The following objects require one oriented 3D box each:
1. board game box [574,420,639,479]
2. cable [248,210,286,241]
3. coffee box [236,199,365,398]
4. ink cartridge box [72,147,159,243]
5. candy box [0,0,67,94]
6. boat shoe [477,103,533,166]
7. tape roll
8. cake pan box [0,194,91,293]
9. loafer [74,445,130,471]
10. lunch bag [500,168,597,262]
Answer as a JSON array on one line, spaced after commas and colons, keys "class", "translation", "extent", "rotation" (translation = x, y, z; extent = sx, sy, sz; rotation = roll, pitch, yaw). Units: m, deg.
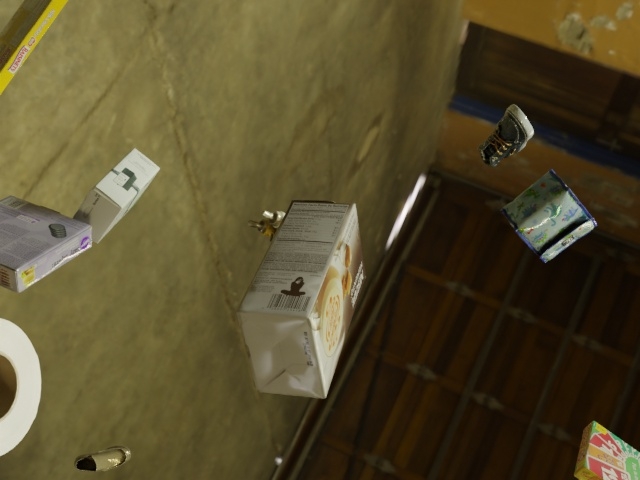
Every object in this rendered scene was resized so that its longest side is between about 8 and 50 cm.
[{"class": "board game box", "translation": [0.532, 0.409, 1.321], "extent": [0.039, 0.259, 0.124], "rotation": [-56, 174, 34]}, {"class": "cable", "translation": [0.000, 0.000, 1.600], "extent": [0.287, 0.140, 0.072], "rotation": [17, 75, -48]}, {"class": "coffee box", "translation": [-0.017, 0.071, 1.102], "extent": [0.246, 0.098, 0.141], "rotation": [-67, 154, -51]}, {"class": "ink cartridge box", "translation": [-0.502, -0.110, 2.016], "extent": [0.153, 0.087, 0.208], "rotation": [-46, -171, 36]}, {"class": "candy box", "translation": [-0.499, -0.344, 1.374], "extent": [0.205, 0.105, 0.027], "rotation": [-55, 136, -1]}, {"class": "boat shoe", "translation": [0.343, -0.188, 1.539], "extent": [0.083, 0.065, 0.183], "rotation": [-36, 164, 1]}, {"class": "tape roll", "translation": [-0.700, 0.296, 1.661], "extent": [0.286, 0.100, 0.286], "rotation": [-5, 90, -67]}, {"class": "cake pan box", "translation": [-0.705, -0.001, 1.882], "extent": [0.246, 0.267, 0.070], "rotation": [-44, 147, -55]}, {"class": "loafer", "translation": [-0.557, 0.562, 2.093], "extent": [0.050, 0.148, 0.056], "rotation": [-88, 163, -87]}, {"class": "lunch bag", "translation": [0.441, -0.035, 1.567], "extent": [0.129, 0.151, 0.096], "rotation": [-38, -143, 14]}]
